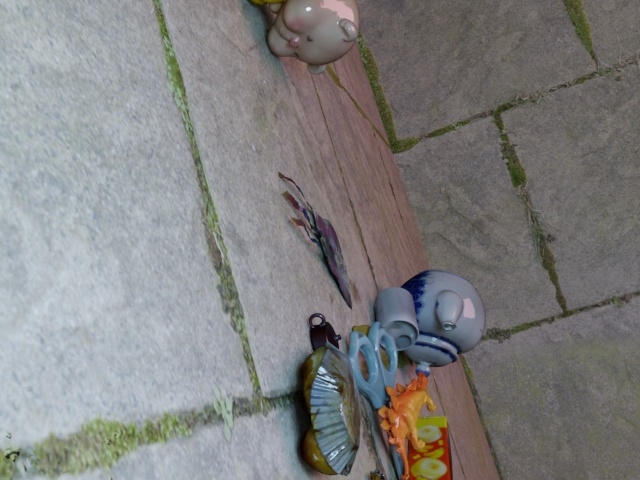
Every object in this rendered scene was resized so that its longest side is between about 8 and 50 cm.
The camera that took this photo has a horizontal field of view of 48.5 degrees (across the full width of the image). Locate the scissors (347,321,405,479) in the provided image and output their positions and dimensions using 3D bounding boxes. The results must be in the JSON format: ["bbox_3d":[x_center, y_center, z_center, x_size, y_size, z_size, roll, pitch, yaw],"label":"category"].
[{"bbox_3d":[0.130,0.346,1.418,0.191,0.030,0.360,-13,91,-60],"label":"scissors"}]

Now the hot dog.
[{"bbox_3d":[0.013,0.238,1.039,0.270,0.082,0.162,-35,114,-84],"label":"hot dog"}]

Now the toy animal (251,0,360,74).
[{"bbox_3d":[-0.044,-0.505,1.613,0.345,0.278,0.246,-164,-111,-68],"label":"toy animal"}]

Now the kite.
[{"bbox_3d":[0.003,-0.001,1.456,0.360,0.022,0.204,50,24,-58],"label":"kite"}]

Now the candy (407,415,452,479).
[{"bbox_3d":[0.219,0.486,1.398,0.276,0.088,0.146,-72,154,-68],"label":"candy"}]

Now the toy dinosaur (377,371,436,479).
[{"bbox_3d":[0.162,0.341,1.381,0.117,0.070,0.288,54,34,-15],"label":"toy dinosaur"}]

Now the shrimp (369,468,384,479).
[{"bbox_3d":[0.125,0.482,1.229,0.161,0.049,0.166,40,26,-61],"label":"shrimp"}]

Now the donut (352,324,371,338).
[{"bbox_3d":[0.098,0.207,1.498,0.067,0.038,0.083,-98,161,-50],"label":"donut"}]

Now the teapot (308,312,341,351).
[{"bbox_3d":[0.012,0.166,1.199,0.068,0.045,0.100,-73,142,-71],"label":"teapot"}]

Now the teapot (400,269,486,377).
[{"bbox_3d":[0.300,0.231,1.876,0.424,0.253,0.279,103,5,-68],"label":"teapot"}]

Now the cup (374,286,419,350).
[{"bbox_3d":[0.173,0.201,1.730,0.099,0.136,0.133,27,31,-19],"label":"cup"}]
